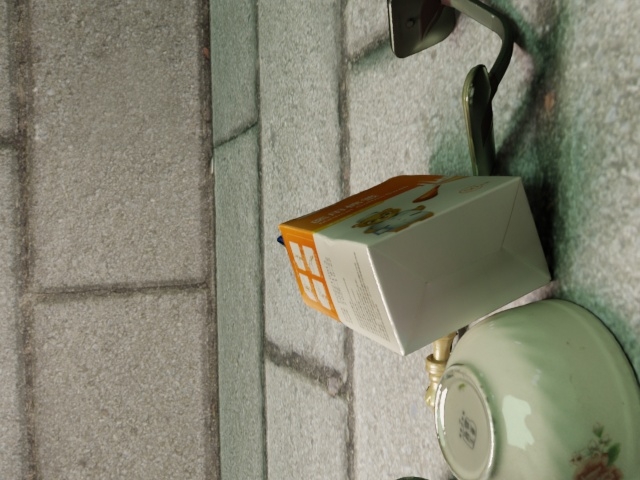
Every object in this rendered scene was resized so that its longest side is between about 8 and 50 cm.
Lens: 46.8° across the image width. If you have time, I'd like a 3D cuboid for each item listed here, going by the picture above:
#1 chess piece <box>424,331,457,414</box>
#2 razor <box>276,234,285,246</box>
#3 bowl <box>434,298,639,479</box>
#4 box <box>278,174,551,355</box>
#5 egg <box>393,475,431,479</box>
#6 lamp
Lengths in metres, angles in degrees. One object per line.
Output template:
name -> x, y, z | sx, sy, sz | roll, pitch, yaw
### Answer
chess piece -> 0.181, 0.180, 1.095 | 0.060, 0.060, 0.172 | -153, 60, -68
razor -> 0.006, -0.010, 1.582 | 0.056, 0.093, 0.324 | -60, 16, -18
bowl -> 0.225, 0.206, 0.854 | 0.277, 0.145, 0.277 | 180, 90, -72
box -> 0.106, 0.013, 0.998 | 0.341, 0.225, 0.143 | 13, 125, 70
egg -> 0.130, 0.446, 1.087 | 0.169, 0.169, 0.236 | -113, 31, -46
lamp -> 0.191, -0.223, 1.002 | 0.203, 0.125, 0.283 | 80, 170, -47
